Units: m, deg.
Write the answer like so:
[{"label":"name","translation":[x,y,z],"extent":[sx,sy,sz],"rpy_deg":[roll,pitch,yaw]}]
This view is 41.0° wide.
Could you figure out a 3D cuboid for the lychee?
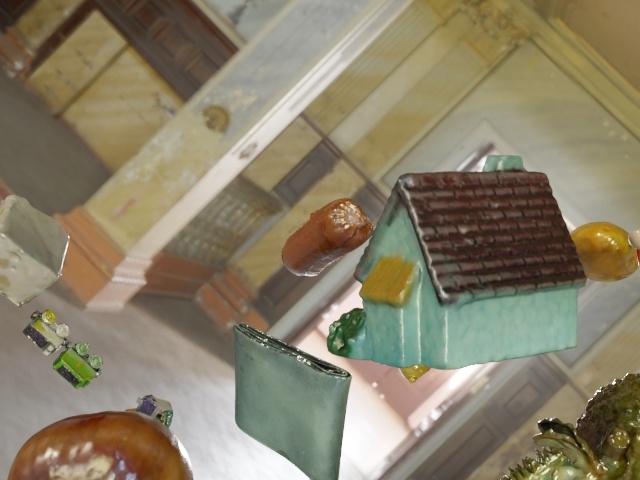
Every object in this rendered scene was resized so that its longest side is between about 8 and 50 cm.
[{"label":"lychee","translation":[0.460,0.310,1.155],"extent":[0.270,0.270,0.320],"rpy_deg":[47,12,36]}]

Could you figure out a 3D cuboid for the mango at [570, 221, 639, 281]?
[{"label":"mango","translation":[0.545,0.018,1.643],"extent":[0.147,0.109,0.227],"rpy_deg":[19,-7,11]}]

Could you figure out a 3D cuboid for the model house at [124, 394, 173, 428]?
[{"label":"model house","translation":[-0.451,0.461,2.232],"extent":[0.100,0.101,0.088],"rpy_deg":[29,12,-24]}]

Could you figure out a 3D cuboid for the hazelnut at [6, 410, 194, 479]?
[{"label":"hazelnut","translation":[-0.479,0.540,1.838],"extent":[0.359,0.409,0.359],"rpy_deg":[-12,90,-90]}]

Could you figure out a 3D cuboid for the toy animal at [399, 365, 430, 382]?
[{"label":"toy animal","translation":[0.163,0.199,1.708],"extent":[0.083,0.070,0.159],"rpy_deg":[-37,100,-49]}]

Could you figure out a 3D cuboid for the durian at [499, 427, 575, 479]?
[{"label":"durian","translation":[0.425,0.415,1.384],"extent":[0.163,0.394,0.198],"rpy_deg":[58,18,-63]}]

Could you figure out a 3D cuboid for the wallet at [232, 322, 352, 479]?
[{"label":"wallet","translation":[-0.068,0.317,1.661],"extent":[0.290,0.251,0.054],"rpy_deg":[19,26,36]}]

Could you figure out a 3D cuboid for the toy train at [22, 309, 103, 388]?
[{"label":"toy train","translation":[-0.571,0.240,1.893],"extent":[0.202,0.060,0.081],"rpy_deg":[46,42,-9]}]

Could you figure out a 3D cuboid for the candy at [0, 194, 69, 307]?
[{"label":"candy","translation":[-0.645,0.018,1.813],"extent":[0.185,0.137,0.195],"rpy_deg":[42,20,-26]}]

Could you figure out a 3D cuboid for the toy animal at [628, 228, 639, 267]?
[{"label":"toy animal","translation":[0.455,0.003,0.945],"extent":[0.171,0.197,0.171],"rpy_deg":[56,11,-16]}]

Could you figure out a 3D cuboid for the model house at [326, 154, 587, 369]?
[{"label":"model house","translation":[0.160,0.016,1.080],"extent":[0.280,0.249,0.230],"rpy_deg":[-3,2,-36]}]

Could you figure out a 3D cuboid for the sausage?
[{"label":"sausage","translation":[0.000,0.000,1.582],"extent":[0.102,0.102,0.330],"rpy_deg":[46,-23,-3]}]
